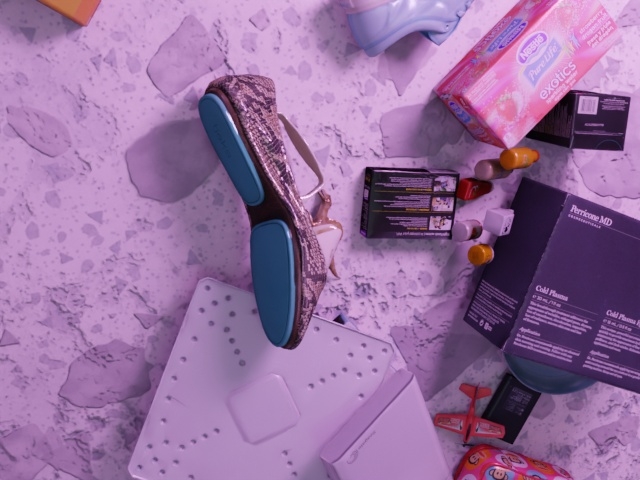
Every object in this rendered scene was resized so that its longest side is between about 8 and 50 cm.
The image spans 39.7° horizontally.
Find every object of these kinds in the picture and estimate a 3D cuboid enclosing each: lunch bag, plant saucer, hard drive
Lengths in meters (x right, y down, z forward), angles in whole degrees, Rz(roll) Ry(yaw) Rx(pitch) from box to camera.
[{"bbox_3d":[0.403,0.588,1.885,0.293,0.120,0.258,21,98,-20],"label":"lunch bag"},{"bbox_3d":[0.511,0.167,1.848,0.317,0.044,0.318,-4,106,-15],"label":"plant saucer"},{"bbox_3d":[0.139,0.442,1.716,0.233,0.047,0.353,-43,132,-23],"label":"hard drive"},{"bbox_3d":[0.400,0.357,1.876,0.094,0.022,0.135,26,96,-20],"label":"hard drive"}]

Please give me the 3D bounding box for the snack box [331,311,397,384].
[{"bbox_3d":[-0.011,0.318,1.728,0.322,0.060,0.187,-42,108,-2],"label":"snack box"}]

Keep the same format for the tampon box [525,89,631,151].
[{"bbox_3d":[0.483,-0.231,1.673,0.120,0.161,0.101,0,104,-17],"label":"tampon box"}]

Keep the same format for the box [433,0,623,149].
[{"bbox_3d":[0.376,-0.325,1.623,0.300,0.154,0.142,-45,111,0],"label":"box"}]

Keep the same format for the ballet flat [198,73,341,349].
[{"bbox_3d":[-0.061,-0.061,1.542,0.182,0.164,0.483,-19,95,-32],"label":"ballet flat"}]

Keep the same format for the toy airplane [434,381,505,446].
[{"bbox_3d":[0.312,0.360,1.844,0.151,0.028,0.151,1,102,3],"label":"toy airplane"}]

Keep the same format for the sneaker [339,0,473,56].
[{"bbox_3d":[0.219,-0.433,1.573,0.366,0.135,0.150,-20,117,-1],"label":"sneaker"}]

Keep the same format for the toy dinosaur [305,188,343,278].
[{"bbox_3d":[0.000,0.000,1.654,0.092,0.053,0.183,-12,107,-14],"label":"toy dinosaur"}]

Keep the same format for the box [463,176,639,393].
[{"bbox_3d":[0.508,0.087,1.709,0.343,0.179,0.312,19,99,-20],"label":"box"}]

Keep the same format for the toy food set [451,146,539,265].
[{"bbox_3d":[0.330,-0.073,1.684,0.104,0.111,0.232,-10,117,-48],"label":"toy food set"}]

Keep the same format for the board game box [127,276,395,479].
[{"bbox_3d":[-0.107,0.306,1.644,0.390,0.050,0.390,21,94,-11],"label":"board game box"}]

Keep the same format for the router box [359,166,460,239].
[{"bbox_3d":[0.169,-0.070,1.687,0.179,0.046,0.133,1,104,-16],"label":"router box"}]

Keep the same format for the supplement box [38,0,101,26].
[{"bbox_3d":[-0.460,-0.429,1.399,0.233,0.080,0.078,28,94,-22],"label":"supplement box"}]
